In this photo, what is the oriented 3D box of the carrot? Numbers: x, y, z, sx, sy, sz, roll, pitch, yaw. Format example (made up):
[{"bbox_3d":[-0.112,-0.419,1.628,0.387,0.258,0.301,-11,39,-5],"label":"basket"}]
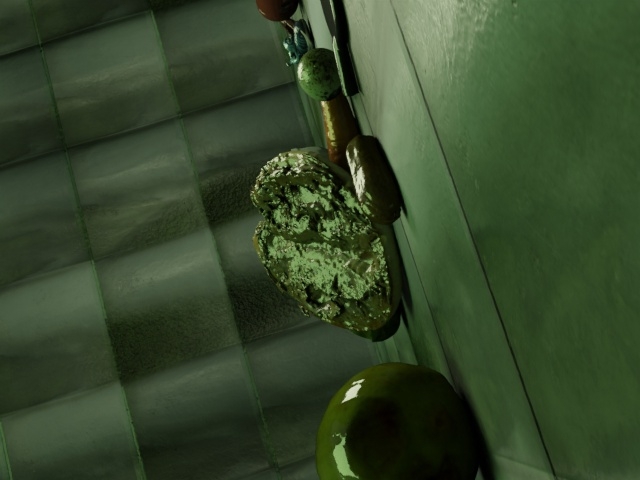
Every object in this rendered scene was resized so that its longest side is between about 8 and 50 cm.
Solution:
[{"bbox_3d":[0.032,-0.219,1.531,0.072,0.072,0.205,-112,6,-79],"label":"carrot"}]

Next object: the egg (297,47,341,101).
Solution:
[{"bbox_3d":[0.004,-0.287,1.445,0.110,0.085,0.085,66,-174,-57],"label":"egg"}]

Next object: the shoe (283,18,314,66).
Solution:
[{"bbox_3d":[-0.053,-0.472,1.978,0.143,0.071,0.064,88,166,-67],"label":"shoe"}]

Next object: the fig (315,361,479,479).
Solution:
[{"bbox_3d":[0.099,0.311,1.229,0.271,0.239,0.239,-38,61,44],"label":"fig"}]

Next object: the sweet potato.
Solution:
[{"bbox_3d":[0.075,-0.108,1.288,0.233,0.062,0.081,-103,-3,-51],"label":"sweet potato"}]

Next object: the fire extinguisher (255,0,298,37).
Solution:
[{"bbox_3d":[-0.092,-0.576,1.934,0.147,0.106,0.337,48,175,11],"label":"fire extinguisher"}]

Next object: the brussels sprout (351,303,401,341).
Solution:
[{"bbox_3d":[0.105,0.127,1.750,0.145,0.131,0.183,-44,-61,-66],"label":"brussels sprout"}]

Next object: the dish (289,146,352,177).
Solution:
[{"bbox_3d":[0.036,-0.084,1.745,0.303,0.120,0.303,158,90,-87],"label":"dish"}]

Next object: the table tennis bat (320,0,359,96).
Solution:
[{"bbox_3d":[0.021,-0.344,1.303,0.150,0.027,0.236,-111,6,-73],"label":"table tennis bat"}]

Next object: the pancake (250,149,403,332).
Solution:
[{"bbox_3d":[-0.001,0.001,1.584,0.382,0.071,0.382,25,130,34],"label":"pancake"}]
